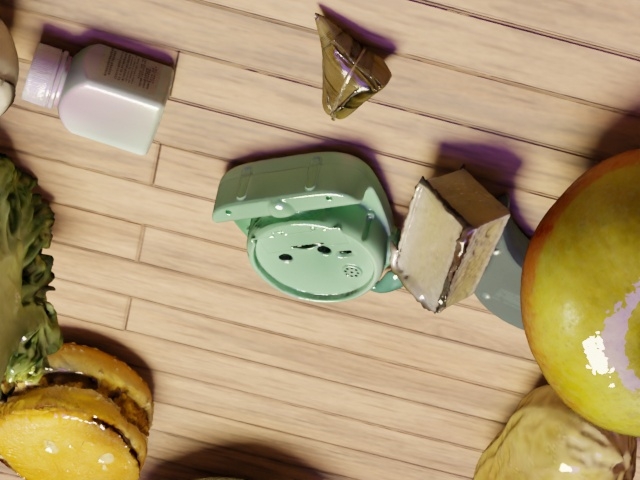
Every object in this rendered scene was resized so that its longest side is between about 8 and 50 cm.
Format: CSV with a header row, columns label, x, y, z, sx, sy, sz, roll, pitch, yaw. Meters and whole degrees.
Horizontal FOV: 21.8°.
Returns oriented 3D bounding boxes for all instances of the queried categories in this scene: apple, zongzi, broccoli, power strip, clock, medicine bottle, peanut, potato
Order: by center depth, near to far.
label,x,y,z,sx,sy,sz,roll,pitch,yaw
zongzi,0.008,-0.142,1.366,0.083,0.040,0.076,38,143,-13
apple,0.287,0.051,1.377,0.260,0.194,0.261,0,114,0
medicine bottle,-0.191,-0.126,1.417,0.118,0.055,0.074,17,143,-8
potato,0.111,0.000,1.459,0.061,0.086,0.122,-19,145,-31
broccoli,-0.356,0.050,1.500,0.180,0.273,0.242,-9,140,19
clock,0.000,-0.001,1.523,0.148,0.060,0.188,-10,138,25
power strip,0.226,0.039,1.527,0.216,0.044,0.137,24,140,-14
peanut,0.238,0.246,1.715,0.147,0.147,0.305,17,146,-6

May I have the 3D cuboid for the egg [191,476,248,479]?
label,x,y,z,sx,sy,sz,roll,pitch,yaw
egg,-0.120,0.410,1.898,0.278,0.278,0.336,9,140,3

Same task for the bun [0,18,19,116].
label,x,y,z,sx,sy,sz,roll,pitch,yaw
bun,-0.337,-0.154,1.365,0.173,0.120,0.173,-14,165,-4

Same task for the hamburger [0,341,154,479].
label,x,y,z,sx,sy,sz,roll,pitch,yaw
hamburger,-0.275,0.187,1.786,0.191,0.118,0.182,4,138,5
